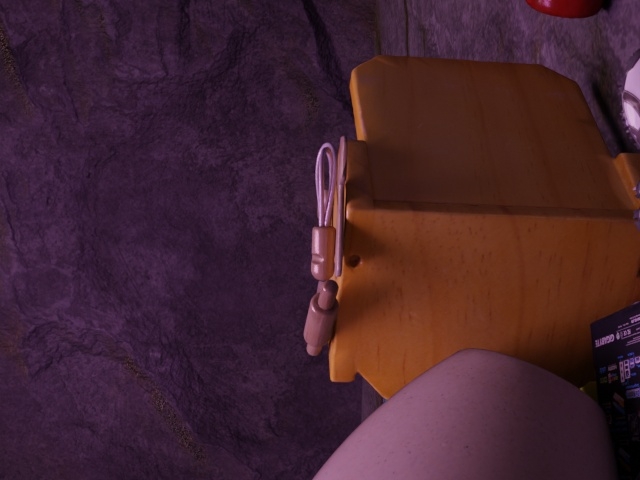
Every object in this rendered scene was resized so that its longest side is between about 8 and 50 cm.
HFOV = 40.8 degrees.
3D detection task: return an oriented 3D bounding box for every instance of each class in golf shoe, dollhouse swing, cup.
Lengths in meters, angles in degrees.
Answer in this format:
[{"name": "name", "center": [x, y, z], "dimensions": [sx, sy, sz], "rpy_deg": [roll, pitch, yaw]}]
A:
[{"name": "golf shoe", "center": [0.350, -0.102, 0.835], "dimensions": [0.094, 0.077, 0.198], "rpy_deg": [147, 118, -69]}, {"name": "dollhouse swing", "center": [0.179, -0.024, 1.049], "dimensions": [0.305, 0.346, 0.315], "rpy_deg": [-101, 14, -60]}, {"name": "cup", "center": [0.167, 0.252, 0.870], "dimensions": [0.237, 0.331, 0.331], "rpy_deg": [-60, -3, -19]}]

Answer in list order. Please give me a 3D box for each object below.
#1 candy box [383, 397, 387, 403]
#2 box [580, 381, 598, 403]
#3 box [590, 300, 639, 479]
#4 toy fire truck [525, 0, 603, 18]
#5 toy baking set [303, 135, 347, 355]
[{"name": "candy box", "center": [0.183, 0.133, 1.660], "dimensions": [0.268, 0.122, 0.317], "rpy_deg": [-80, -13, -48]}, {"name": "box", "center": [0.327, 0.270, 1.016], "dimensions": [0.109, 0.042, 0.178], "rpy_deg": [99, 172, -51]}, {"name": "box", "center": [0.339, 0.194, 0.776], "dimensions": [0.295, 0.073, 0.294], "rpy_deg": [106, 163, -74]}, {"name": "toy fire truck", "center": [0.231, -0.408, 1.093], "dimensions": [0.302, 0.253, 0.169], "rpy_deg": [-96, 8, -52]}, {"name": "toy baking set", "center": [0.000, 0.007, 0.943], "dimensions": [0.256, 0.030, 0.197], "rpy_deg": [104, 166, -63]}]
